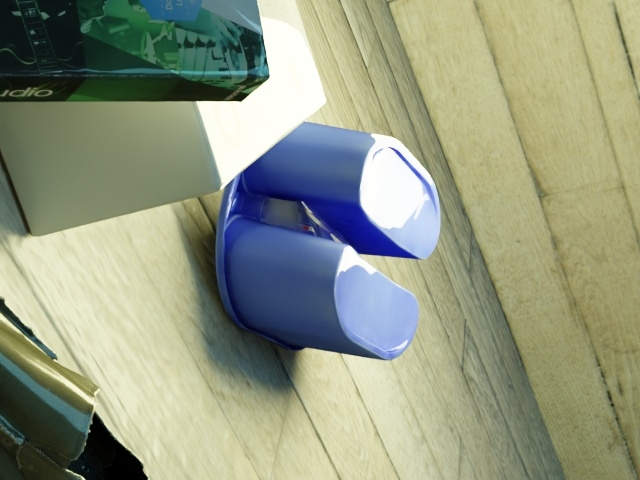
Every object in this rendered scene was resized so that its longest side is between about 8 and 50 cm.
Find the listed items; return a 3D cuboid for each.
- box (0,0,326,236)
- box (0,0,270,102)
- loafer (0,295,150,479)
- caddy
[{"bbox_3d":[-0.139,-0.166,1.020,0.345,0.168,0.215,-51,126,-69],"label":"box"},{"bbox_3d":[-0.200,-0.201,0.738,0.322,0.058,0.232,-5,78,-29],"label":"box"},{"bbox_3d":[-0.190,0.103,0.791,0.094,0.087,0.251,-83,153,-48],"label":"loafer"},{"bbox_3d":[0.000,0.000,1.310,0.341,0.179,0.241,38,64,-63],"label":"caddy"}]
